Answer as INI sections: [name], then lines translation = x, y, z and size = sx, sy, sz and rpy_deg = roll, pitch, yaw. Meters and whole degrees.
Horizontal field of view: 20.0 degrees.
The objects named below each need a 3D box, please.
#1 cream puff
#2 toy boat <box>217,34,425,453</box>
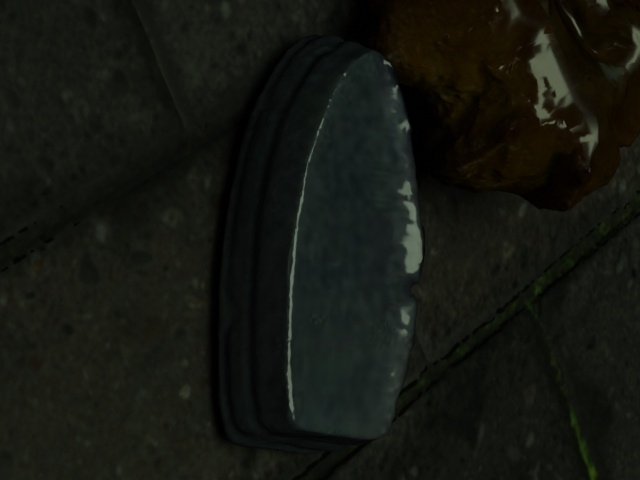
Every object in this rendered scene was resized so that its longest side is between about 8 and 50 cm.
[cream puff]
translation = 0.154, -0.144, 1.306
size = 0.269, 0.155, 0.241
rpy_deg = -24, 99, -34
[toy boat]
translation = 0.000, 0.000, 1.202
size = 0.127, 0.078, 0.283
rpy_deg = 10, 83, -39
